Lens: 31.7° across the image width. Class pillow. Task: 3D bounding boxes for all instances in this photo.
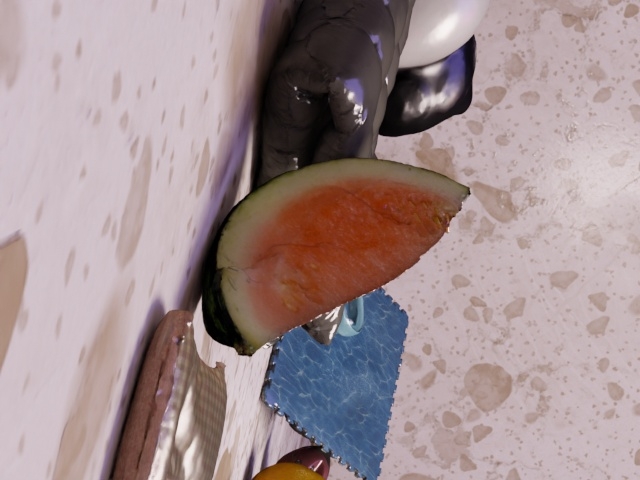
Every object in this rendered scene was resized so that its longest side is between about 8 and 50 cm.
[{"bbox_3d":[0.009,-0.087,0.958,0.326,0.101,0.228,95,9,-47],"label":"pillow"},{"bbox_3d":[-0.086,0.123,0.675,0.211,0.034,0.135,83,21,-73],"label":"pillow"}]

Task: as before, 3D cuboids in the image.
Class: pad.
[{"bbox_3d":[0.028,0.147,1.450,0.269,0.012,0.269,44,48,-42],"label":"pad"}]

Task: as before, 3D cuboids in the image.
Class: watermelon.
[{"bbox_3d":[0.001,0.006,0.770,0.245,0.119,0.063,-32,140,-42],"label":"watermelon"}]

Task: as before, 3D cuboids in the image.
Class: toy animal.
[{"bbox_3d":[0.087,-0.235,1.141,0.235,0.165,0.187,92,8,-55],"label":"toy animal"}]

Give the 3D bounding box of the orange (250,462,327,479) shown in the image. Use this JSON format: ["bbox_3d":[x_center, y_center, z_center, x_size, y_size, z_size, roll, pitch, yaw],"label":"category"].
[{"bbox_3d":[-0.035,0.343,1.339,0.154,0.134,0.155,-171,-90,-87],"label":"orange"}]

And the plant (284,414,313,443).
[{"bbox_3d":[0.034,0.159,1.626,0.274,0.149,0.146,-69,173,-56],"label":"plant"}]

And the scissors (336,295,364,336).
[{"bbox_3d":[0.020,-0.043,1.446,0.393,0.032,0.180,-85,157,-45],"label":"scissors"}]

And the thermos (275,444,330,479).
[{"bbox_3d":[-0.056,0.429,1.605,0.109,0.136,0.330,-118,-150,-50],"label":"thermos"}]
